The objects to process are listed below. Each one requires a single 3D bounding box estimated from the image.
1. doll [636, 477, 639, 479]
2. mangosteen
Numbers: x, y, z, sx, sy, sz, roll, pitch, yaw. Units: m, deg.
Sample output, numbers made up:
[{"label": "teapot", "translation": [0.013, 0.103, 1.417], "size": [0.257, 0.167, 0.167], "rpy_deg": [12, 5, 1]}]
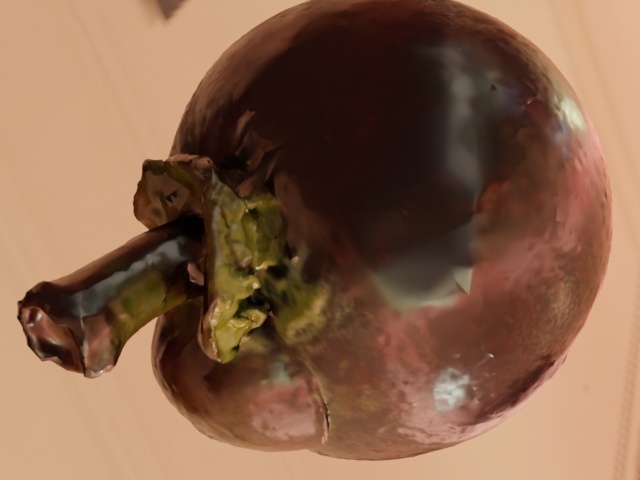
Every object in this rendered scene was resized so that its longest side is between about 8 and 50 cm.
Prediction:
[{"label": "doll", "translation": [0.183, 0.180, 0.810], "size": [0.152, 0.114, 0.085], "rpy_deg": [-49, 169, -18]}, {"label": "mangosteen", "translation": [0.000, 0.000, 0.709], "size": [0.231, 0.231, 0.289], "rpy_deg": [-1, -171, 43]}]
